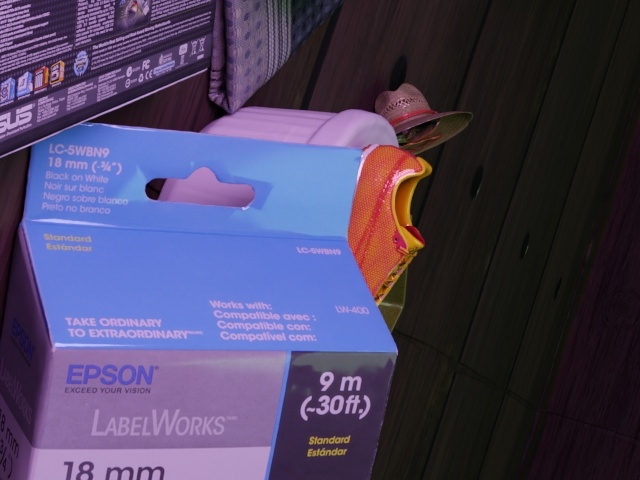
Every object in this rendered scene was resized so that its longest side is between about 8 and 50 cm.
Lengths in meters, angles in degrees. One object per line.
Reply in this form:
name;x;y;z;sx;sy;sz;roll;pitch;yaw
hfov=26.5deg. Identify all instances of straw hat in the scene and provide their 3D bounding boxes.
straw hat;0.087;-0.130;1.427;0.061;0.144;0.144;69;17;9

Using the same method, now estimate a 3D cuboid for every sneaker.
sneaker;0.039;0.016;1.024;0.064;0.067;0.175;-15;121;-70

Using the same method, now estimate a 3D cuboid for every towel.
towel;-0.013;-0.305;1.052;0.312;0.056;0.324;-52;154;-41

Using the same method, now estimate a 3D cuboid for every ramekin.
ramekin;-0.042;0.017;1.099;0.273;0.127;0.273;16;90;-71

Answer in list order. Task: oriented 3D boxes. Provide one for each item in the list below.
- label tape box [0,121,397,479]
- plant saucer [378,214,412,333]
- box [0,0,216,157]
label tape box;-0.085;0.103;0.891;0.241;0.106;0.333;3;107;-28
plant saucer;0.042;0.086;1.497;0.188;0.045;0.188;90;24;-55
box;-0.138;-0.179;0.771;0.270;0.060;0.216;-38;140;-59
